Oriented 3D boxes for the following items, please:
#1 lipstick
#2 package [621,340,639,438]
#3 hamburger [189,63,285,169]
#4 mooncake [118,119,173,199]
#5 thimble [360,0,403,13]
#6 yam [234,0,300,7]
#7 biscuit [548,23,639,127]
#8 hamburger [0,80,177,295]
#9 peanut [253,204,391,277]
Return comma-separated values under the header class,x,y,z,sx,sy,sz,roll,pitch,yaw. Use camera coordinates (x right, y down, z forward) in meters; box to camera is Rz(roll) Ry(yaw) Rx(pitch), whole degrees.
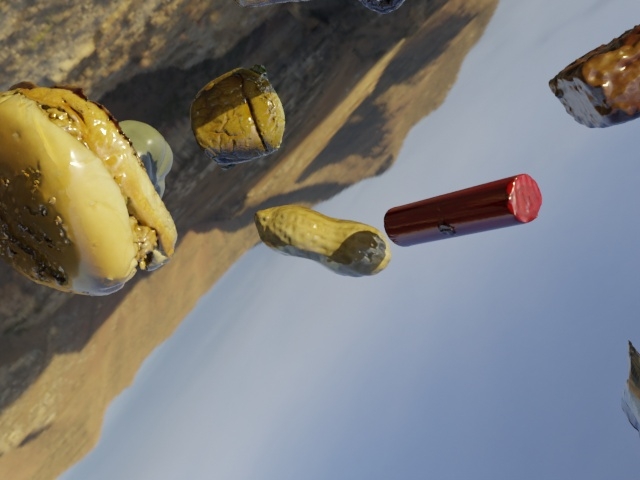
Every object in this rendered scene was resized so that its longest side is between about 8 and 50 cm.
class,x,y,z,sx,sy,sz,roll,pitch,yaw
lipstick,0.200,-0.038,1.044,0.073,0.073,0.279,-51,-161,-27
package,0.530,0.276,1.129,0.027,0.173,0.171,-15,-143,0
hamburger,-0.175,-0.247,1.421,0.206,0.183,0.130,-19,179,28
mooncake,-0.461,-0.158,1.705,0.275,0.135,0.275,21,90,-83
thimble,0.160,-0.656,1.757,0.150,0.150,0.098,-39,-161,43
yam,0.010,-0.435,1.154,0.356,0.081,0.081,-17,175,-25
biscuit,0.679,-0.370,1.400,0.395,0.166,0.342,-30,-179,12
hamburger,-0.350,-0.067,0.938,0.304,0.284,0.174,5,-145,37
peanut,0.000,0.000,1.263,0.117,0.263,0.101,96,14,-54
